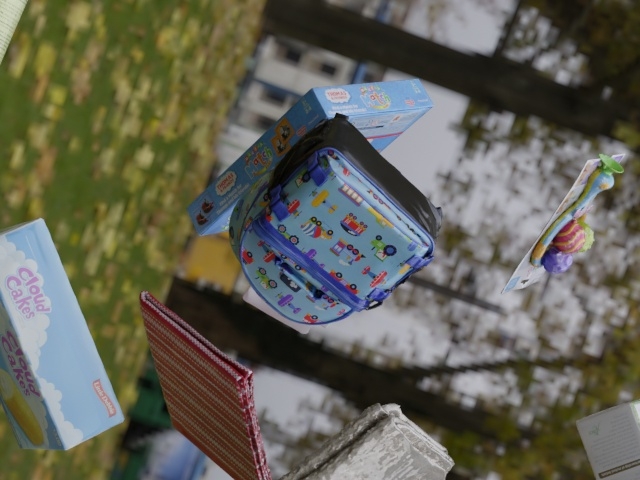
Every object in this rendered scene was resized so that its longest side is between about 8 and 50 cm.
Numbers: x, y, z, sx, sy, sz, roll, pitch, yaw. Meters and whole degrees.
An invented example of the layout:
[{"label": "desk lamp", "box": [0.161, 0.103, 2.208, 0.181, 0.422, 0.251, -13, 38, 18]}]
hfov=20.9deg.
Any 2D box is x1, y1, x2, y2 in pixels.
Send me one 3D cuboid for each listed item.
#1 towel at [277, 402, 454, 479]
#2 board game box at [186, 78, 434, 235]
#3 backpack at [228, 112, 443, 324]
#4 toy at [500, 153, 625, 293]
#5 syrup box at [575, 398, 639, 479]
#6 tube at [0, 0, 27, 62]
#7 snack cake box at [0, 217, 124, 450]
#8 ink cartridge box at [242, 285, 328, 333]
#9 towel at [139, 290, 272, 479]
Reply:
[{"label": "towel", "box": [0.013, 0.308, 2.034, 0.282, 0.187, 0.049, -38, -129, 6]}, {"label": "board game box", "box": [-0.011, -0.081, 1.696, 0.160, 0.039, 0.211, -11, 156, -48]}, {"label": "backpack", "box": [0.000, 0.000, 1.529, 0.173, 0.158, 0.117, -39, -164, 23]}, {"label": "toy", "box": [0.361, -0.013, 2.474, 0.137, 0.056, 0.237, -12, 135, -57]}, {"label": "syrup box", "box": [0.447, 0.342, 2.384, 0.096, 0.093, 0.237, -25, -102, 33]}, {"label": "tube", "box": [-0.329, -0.206, 1.687, 0.240, 0.062, 0.070, -67, -164, -1]}, {"label": "snack cake box", "box": [-0.348, 0.115, 2.082, 0.152, 0.089, 0.264, -10, -77, 60]}, {"label": "ink cartridge box", "box": [-0.008, 0.034, 2.153, 0.180, 0.104, 0.060, -56, -164, 13]}, {"label": "towel", "box": [-0.138, 0.198, 2.162, 0.031, 0.199, 0.275, -38, 144, -24]}]
